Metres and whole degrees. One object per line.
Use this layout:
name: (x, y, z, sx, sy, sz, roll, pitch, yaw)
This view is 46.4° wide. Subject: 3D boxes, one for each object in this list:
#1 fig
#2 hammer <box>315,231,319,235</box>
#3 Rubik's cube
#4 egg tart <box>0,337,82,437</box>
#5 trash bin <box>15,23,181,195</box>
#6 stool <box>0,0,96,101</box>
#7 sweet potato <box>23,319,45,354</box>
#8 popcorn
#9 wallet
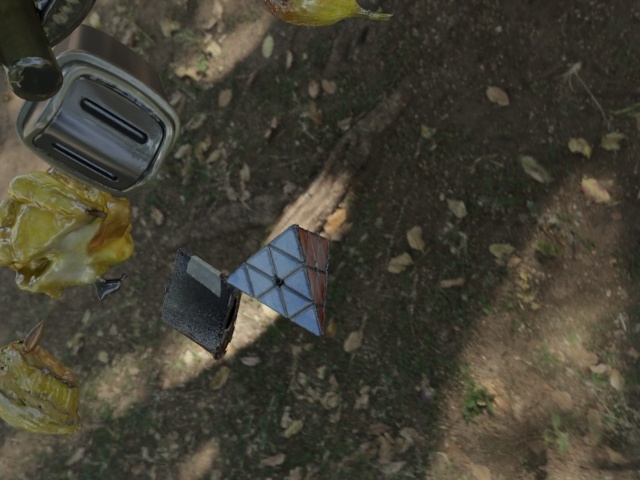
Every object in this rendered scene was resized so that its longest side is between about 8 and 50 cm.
fig: (0.021, -0.479, 1.466, 0.256, 0.159, 0.159, 17, 74, -8)
hammer: (0.000, 0.000, 1.872, 0.014, 0.123, 0.029, 6, 83, 10)
Rubik's cube: (-0.082, 0.084, 1.319, 0.178, 0.211, 0.191, -11, 76, 15)
egg tart: (-0.735, 0.360, 1.912, 0.352, 0.352, 0.150, 36, 85, 35)
trash bin: (-0.334, -0.201, 1.137, 0.182, 0.209, 0.290, -50, 31, 17)
stool: (-0.195, -0.182, 0.384, 0.153, 0.228, 0.139, -24, 49, -10)
sweet potato: (-0.670, 0.227, 1.746, 0.034, 0.034, 0.095, 30, 92, 35)
popcorn: (-0.540, -0.031, 1.595, 0.281, 0.297, 0.316, 40, 118, 35)
wallet: (-0.324, 0.172, 2.039, 0.220, 0.071, 0.262, 33, 126, 22)
